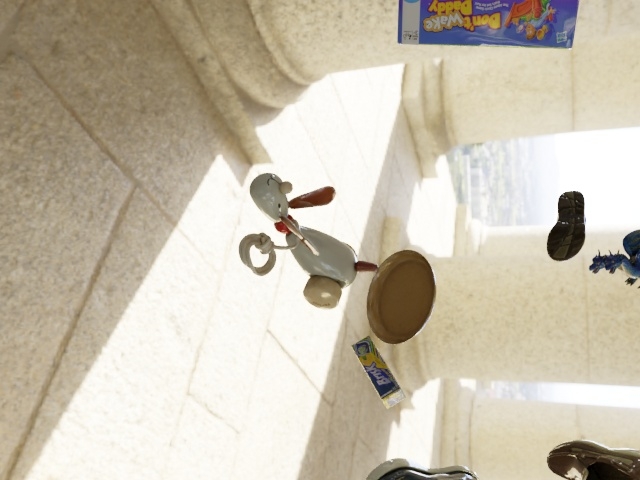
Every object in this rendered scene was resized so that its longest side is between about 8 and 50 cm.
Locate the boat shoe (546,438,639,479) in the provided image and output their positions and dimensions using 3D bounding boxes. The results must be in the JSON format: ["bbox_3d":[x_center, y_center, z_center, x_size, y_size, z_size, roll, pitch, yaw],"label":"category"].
[{"bbox_3d":[0.573,0.480,1.273,0.095,0.257,0.095,-18,84,-34],"label":"boat shoe"}]

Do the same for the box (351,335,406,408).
[{"bbox_3d":[0.138,0.313,1.447,0.169,0.054,0.059,57,-3,44],"label":"box"}]

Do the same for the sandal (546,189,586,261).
[{"bbox_3d":[0.635,-0.032,1.551,0.060,0.089,0.220,60,40,-46],"label":"sandal"}]

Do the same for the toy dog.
[{"bbox_3d":[0.000,0.000,1.244,0.333,0.160,0.220,35,51,-46],"label":"toy dog"}]

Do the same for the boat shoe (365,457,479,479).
[{"bbox_3d":[0.169,0.376,0.882,0.254,0.095,0.079,32,17,-42],"label":"boat shoe"}]

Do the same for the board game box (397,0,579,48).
[{"bbox_3d":[0.278,-0.365,0.936,0.347,0.233,0.078,-47,141,-56],"label":"board game box"}]

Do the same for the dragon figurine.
[{"bbox_3d":[0.809,0.026,1.500,0.144,0.289,0.085,58,-3,-24],"label":"dragon figurine"}]

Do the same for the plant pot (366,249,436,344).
[{"bbox_3d":[0.202,0.140,1.487,0.032,0.236,0.237,19,67,-34],"label":"plant pot"}]
